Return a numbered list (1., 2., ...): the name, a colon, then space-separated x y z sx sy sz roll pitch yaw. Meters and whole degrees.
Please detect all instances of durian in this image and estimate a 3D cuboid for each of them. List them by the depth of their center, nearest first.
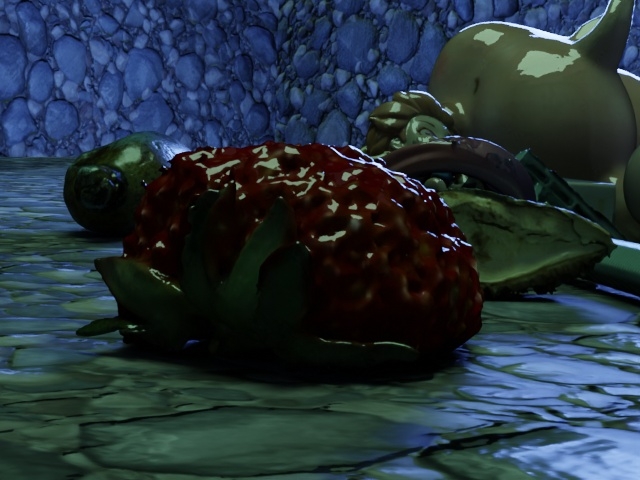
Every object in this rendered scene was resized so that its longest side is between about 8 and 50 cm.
1. durian: 0.116 0.004 0.894 0.130 0.066 0.052 12 7 6

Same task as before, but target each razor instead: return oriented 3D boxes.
1. razor: 0.192 0.010 0.944 0.111 0.056 0.278 41 3 -14

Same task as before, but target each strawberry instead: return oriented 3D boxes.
1. strawberry: 0.015 0.001 0.681 0.174 0.098 0.228 7 8 41

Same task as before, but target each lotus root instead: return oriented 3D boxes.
1. lotus root: -0.167 -0.047 1.253 0.113 0.088 0.192 -13 3 11

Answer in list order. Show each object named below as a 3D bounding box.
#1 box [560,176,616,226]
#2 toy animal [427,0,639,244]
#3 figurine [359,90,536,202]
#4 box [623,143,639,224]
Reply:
1. box: 0.090 -0.020 1.136 0.243 0.067 0.155 0 7 -18
2. toy animal: 0.239 -0.099 1.423 0.326 0.237 0.269 2 -7 -31
3. figurine: 0.067 -0.036 0.987 0.126 0.114 0.157 17 16 -31
4. box: 0.338 -0.039 1.226 0.146 0.088 0.200 7 -5 28
